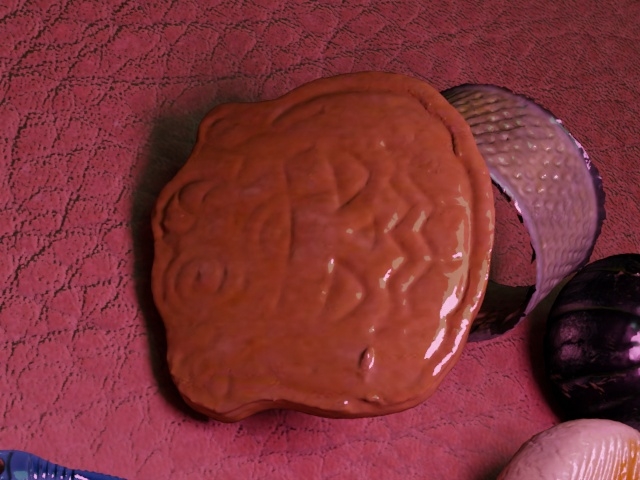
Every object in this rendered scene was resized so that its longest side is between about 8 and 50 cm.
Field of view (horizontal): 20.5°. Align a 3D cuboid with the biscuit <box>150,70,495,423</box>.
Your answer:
[{"bbox_3d":[0.000,-0.001,1.834,0.365,0.062,0.385,-5,64,10],"label":"biscuit"}]

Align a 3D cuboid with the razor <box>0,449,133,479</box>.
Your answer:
[{"bbox_3d":[-0.220,0.235,1.674,0.253,0.042,0.082,19,49,-29],"label":"razor"}]

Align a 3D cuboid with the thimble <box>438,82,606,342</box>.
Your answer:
[{"bbox_3d":[0.171,-0.030,2.009,0.271,0.271,0.150,49,46,1],"label":"thimble"}]

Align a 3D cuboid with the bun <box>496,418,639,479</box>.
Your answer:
[{"bbox_3d":[0.282,0.316,1.936,0.244,0.153,0.243,7,76,-31],"label":"bun"}]

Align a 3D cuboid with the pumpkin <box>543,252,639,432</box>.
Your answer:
[{"bbox_3d":[0.387,0.138,2.112,0.250,0.216,0.249,6,82,-46],"label":"pumpkin"}]
